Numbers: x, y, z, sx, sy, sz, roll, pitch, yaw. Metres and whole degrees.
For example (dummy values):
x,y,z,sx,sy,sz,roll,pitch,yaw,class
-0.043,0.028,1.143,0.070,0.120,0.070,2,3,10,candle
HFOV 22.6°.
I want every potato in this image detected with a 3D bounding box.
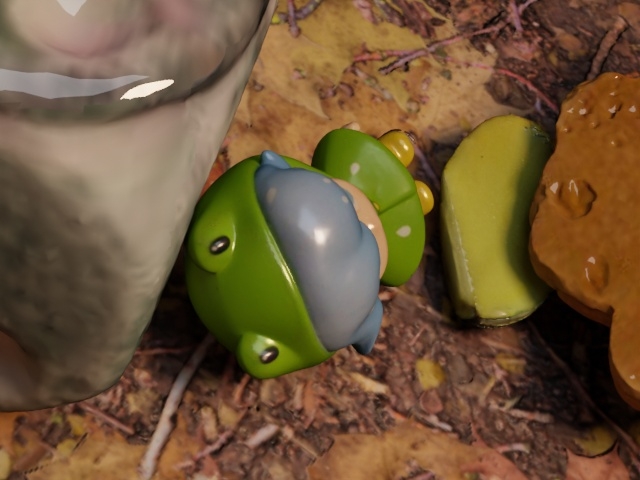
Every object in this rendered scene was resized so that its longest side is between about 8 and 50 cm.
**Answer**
x,y,z,sx,sy,sz,roll,pitch,yaw,class
0.142,-0.009,1.285,0.119,0.054,0.198,14,58,-17,potato

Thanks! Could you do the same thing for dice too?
x,y,z,sx,sy,sz,roll,pitch,yaw,class
-0.219,-0.115,1.029,0.330,0.348,0.328,22,51,-8,dice

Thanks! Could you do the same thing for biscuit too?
x,y,z,sx,sy,sz,roll,pitch,yaw,class
0.297,-0.026,1.235,0.269,0.051,0.376,1,57,13,biscuit

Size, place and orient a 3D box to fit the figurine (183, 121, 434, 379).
x,y,z,sx,sy,sz,roll,pitch,yaw,class
0.000,0.000,1.171,0.263,0.143,0.162,-37,112,-53,figurine
